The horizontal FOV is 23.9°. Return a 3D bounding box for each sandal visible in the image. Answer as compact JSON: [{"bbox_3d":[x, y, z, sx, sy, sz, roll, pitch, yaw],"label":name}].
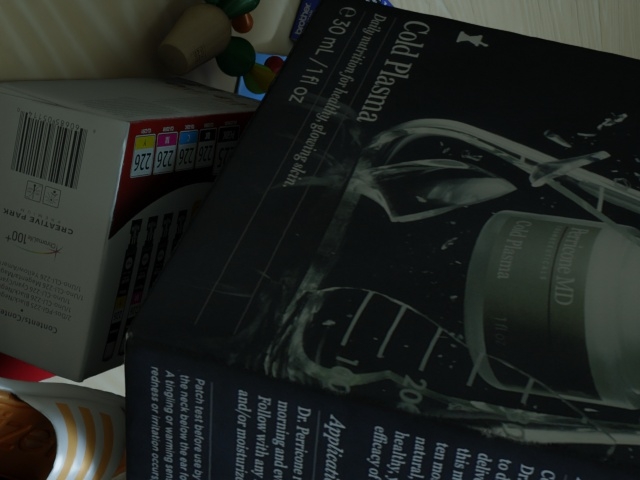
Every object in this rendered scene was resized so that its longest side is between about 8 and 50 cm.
[{"bbox_3d":[-0.226,0.152,1.072,0.265,0.076,0.102,20,118,-43],"label":"sandal"}]

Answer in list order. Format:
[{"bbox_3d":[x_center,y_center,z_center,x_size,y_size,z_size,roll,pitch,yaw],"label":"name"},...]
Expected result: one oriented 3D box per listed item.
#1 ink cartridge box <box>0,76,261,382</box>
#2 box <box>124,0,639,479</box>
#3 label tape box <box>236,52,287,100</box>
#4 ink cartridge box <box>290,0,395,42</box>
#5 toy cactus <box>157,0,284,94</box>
[{"bbox_3d":[-0.162,0.010,1.259,0.309,0.130,0.272,-18,122,-67],"label":"ink cartridge box"},{"bbox_3d":[0.148,0.079,1.204,0.480,0.472,0.297,-65,166,-48],"label":"box"},{"bbox_3d":[0.036,-0.067,1.637,0.334,0.106,0.240,-2,106,-54],"label":"label tape box"},{"bbox_3d":[0.034,-0.240,1.695,0.097,0.046,0.207,-71,160,-2],"label":"ink cartridge box"},{"bbox_3d":[-0.076,-0.204,1.368,0.180,0.112,0.219,-51,157,-39],"label":"toy cactus"}]
